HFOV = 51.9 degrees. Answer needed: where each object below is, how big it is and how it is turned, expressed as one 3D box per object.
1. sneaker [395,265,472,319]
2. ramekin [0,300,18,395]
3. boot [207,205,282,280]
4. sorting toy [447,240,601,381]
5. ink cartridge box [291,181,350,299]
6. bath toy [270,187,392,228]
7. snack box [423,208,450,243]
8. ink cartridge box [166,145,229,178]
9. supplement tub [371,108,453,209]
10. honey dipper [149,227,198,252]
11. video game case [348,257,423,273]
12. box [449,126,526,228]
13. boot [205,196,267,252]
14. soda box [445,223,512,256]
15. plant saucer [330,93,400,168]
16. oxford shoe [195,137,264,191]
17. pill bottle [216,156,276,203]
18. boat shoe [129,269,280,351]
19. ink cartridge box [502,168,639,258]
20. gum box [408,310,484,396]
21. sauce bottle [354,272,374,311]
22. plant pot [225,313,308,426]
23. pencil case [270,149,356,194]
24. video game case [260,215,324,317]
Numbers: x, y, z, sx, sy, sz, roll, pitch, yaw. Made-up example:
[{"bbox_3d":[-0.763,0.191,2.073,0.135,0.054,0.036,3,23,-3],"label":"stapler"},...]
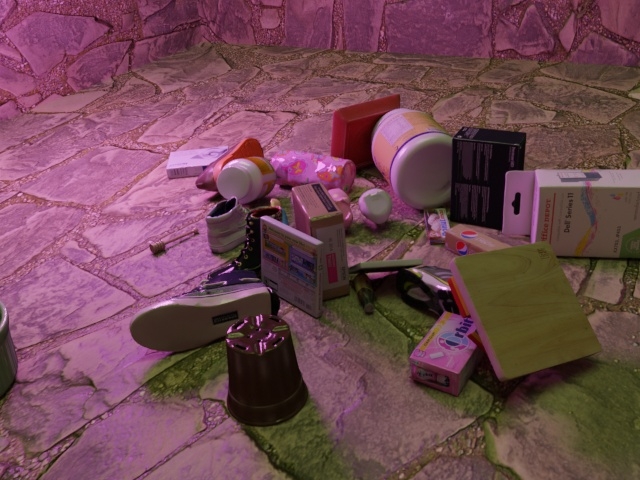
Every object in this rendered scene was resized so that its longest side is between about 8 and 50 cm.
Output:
[{"bbox_3d":[0.314,0.124,1.512,0.121,0.111,0.300,-21,35,-32],"label":"sneaker"},{"bbox_3d":[-0.802,0.257,1.396,0.303,0.148,0.303,-4,30,2],"label":"ramekin"},{"bbox_3d":[-0.191,0.018,1.694,0.236,0.179,0.085,-17,32,-23],"label":"boot"},{"bbox_3d":[0.402,0.148,1.350,0.257,0.089,0.256,-8,65,-26],"label":"sorting toy"},{"bbox_3d":[0.000,0.000,1.641,0.088,0.235,0.193,-12,31,-12],"label":"ink cartridge box"},{"bbox_3d":[0.033,-0.087,1.914,0.348,0.151,0.129,-7,-13,-2],"label":"bath toy"},{"bbox_3d":[0.334,-0.043,1.882,0.064,0.022,0.178,-1,29,4],"label":"snack box"},{"bbox_3d":[-0.447,-0.302,2.430,0.223,0.045,0.224,-7,29,-3],"label":"ink cartridge box"},{"bbox_3d":[0.297,-0.267,2.061,0.241,0.241,0.331,-9,29,-7],"label":"supplement tub"},{"bbox_3d":[-0.424,-0.005,1.923,0.160,0.031,0.030,-27,36,-37],"label":"honey dipper"},{"bbox_3d":[0.156,0.064,1.627,0.157,0.019,0.143,-3,-8,-12],"label":"video game case"},{"bbox_3d":[0.469,-0.174,1.851,0.184,0.261,0.103,13,34,27],"label":"box"},{"bbox_3d":[-0.229,-0.072,1.913,0.095,0.123,0.258,16,35,32],"label":"boot"},{"bbox_3d":[0.412,0.020,1.725,0.061,0.058,0.181,-23,34,-29],"label":"soda box"},{"bbox_3d":[0.158,-0.346,2.219,0.259,0.258,0.048,-19,47,-23],"label":"plant saucer"},{"bbox_3d":[-0.307,-0.265,2.270,0.132,0.130,0.364,-10,17,25],"label":"oxford shoe"},{"bbox_3d":[-0.231,-0.186,2.031,0.136,0.136,0.245,2,10,11],"label":"pill bottle"},{"bbox_3d":[-0.277,0.157,1.544,0.340,0.127,0.158,-7,22,-19],"label":"boat shoe"},{"bbox_3d":[0.656,-0.070,1.695,0.353,0.207,0.119,1,29,12],"label":"ink cartridge box"},{"bbox_3d":[0.269,0.233,1.366,0.107,0.062,0.188,15,35,30],"label":"gum box"},{"bbox_3d":[0.109,0.128,1.599,0.042,0.042,0.128,-7,32,-4],"label":"sauce bottle"},{"bbox_3d":[-0.115,0.247,1.297,0.166,0.165,0.167,-4,30,2],"label":"plant pot"},{"bbox_3d":[-0.027,-0.224,2.163,0.284,0.124,0.124,10,33,26],"label":"pencil case"},{"bbox_3d":[-0.071,0.060,1.588,0.023,0.193,0.212,-20,32,-38],"label":"video game case"}]
